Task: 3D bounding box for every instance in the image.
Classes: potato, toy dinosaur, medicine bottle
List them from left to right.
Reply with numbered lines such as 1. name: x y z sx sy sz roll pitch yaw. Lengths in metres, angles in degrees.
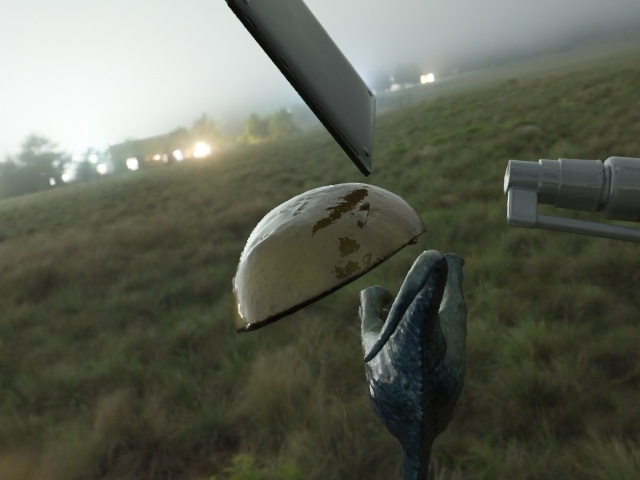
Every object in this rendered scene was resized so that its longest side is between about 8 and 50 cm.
1. potato: 0.000 0.000 0.934 0.239 0.116 0.299 -21 5 25
2. toy dinosaur: 0.067 0.090 0.559 0.076 0.363 0.147 -4 51 2
3. medicine bottle: 0.287 -0.037 0.756 0.220 0.061 0.092 6 55 7

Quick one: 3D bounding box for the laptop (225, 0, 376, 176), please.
1. laptop: -0.011 -0.219 0.945 0.015 0.269 0.188 -27 31 25
